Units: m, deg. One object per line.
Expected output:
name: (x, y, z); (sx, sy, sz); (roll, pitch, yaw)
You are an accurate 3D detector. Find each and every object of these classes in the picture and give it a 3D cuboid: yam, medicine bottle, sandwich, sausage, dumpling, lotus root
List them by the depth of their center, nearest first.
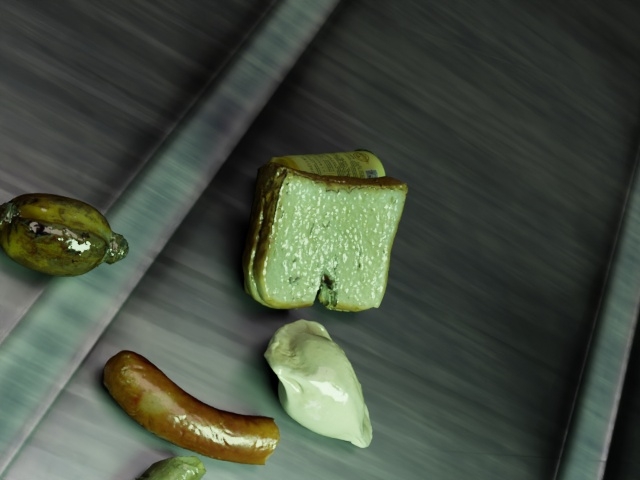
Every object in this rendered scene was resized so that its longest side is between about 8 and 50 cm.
yam: (-0.230, 0.352, 1.318); (0.069, 0.070, 0.146); (48, 50, -2)
lotus root: (-0.389, -0.007, 1.387); (0.210, 0.120, 0.120); (17, 56, -27)
sausage: (-0.191, 0.264, 1.390); (0.302, 0.076, 0.102); (28, 44, -20)
dumpling: (0.009, 0.226, 1.525); (0.252, 0.131, 0.179); (41, 24, -20)
sandwich: (0.001, 0.000, 1.592); (0.273, 0.095, 0.248); (5, 101, -33)
medicine bottle: (-0.002, -0.102, 1.703); (0.239, 0.124, 0.124); (-10, 71, -37)
